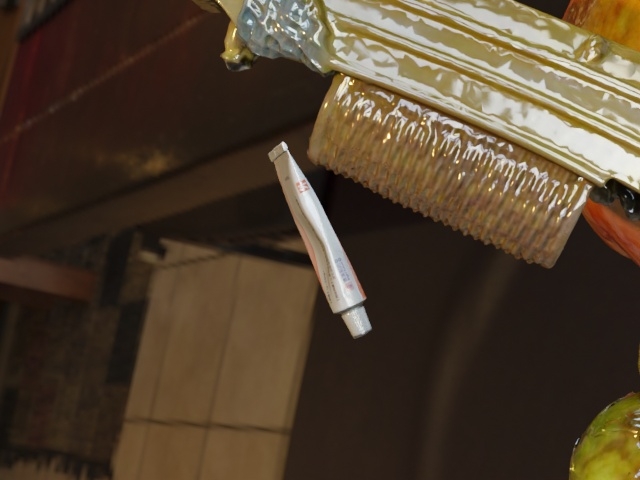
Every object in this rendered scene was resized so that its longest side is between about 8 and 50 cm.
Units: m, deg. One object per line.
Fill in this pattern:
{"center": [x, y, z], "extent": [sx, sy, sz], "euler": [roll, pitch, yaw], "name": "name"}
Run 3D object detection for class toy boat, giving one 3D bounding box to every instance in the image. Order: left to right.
{"center": [0.069, -0.065, 0.718], "extent": [0.089, 0.310, 0.115], "euler": [-3, -64, -85], "name": "toy boat"}

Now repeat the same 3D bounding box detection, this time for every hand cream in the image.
{"center": [-0.002, 0.001, 1.496], "extent": [0.052, 0.038, 0.216], "euler": [-24, 89, 42], "name": "hand cream"}

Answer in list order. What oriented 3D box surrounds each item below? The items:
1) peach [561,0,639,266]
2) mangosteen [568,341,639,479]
{"center": [0.259, -0.106, 0.882], "extent": [0.238, 0.281, 0.281], "euler": [27, 103, 39], "name": "peach"}
{"center": [0.190, 0.068, 0.558], "extent": [0.166, 0.180, 0.166], "euler": [2, 92, 48], "name": "mangosteen"}
